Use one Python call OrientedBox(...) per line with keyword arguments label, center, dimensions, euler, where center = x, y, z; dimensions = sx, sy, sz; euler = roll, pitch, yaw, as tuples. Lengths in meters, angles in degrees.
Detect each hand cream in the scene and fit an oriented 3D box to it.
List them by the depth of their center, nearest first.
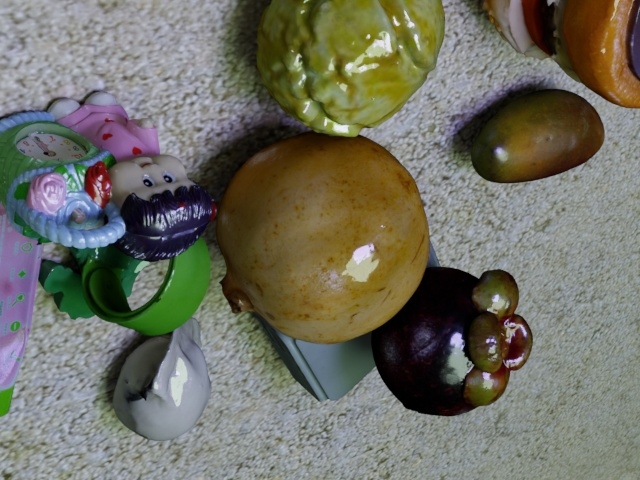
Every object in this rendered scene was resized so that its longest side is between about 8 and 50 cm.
OrientedBox(label="hand cream", center=(-0.344, 0.065, 1.462), dimensions=(0.079, 0.050, 0.275), euler=(-39, 145, -61))

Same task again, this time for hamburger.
OrientedBox(label="hamburger", center=(0.369, -0.350, 1.694), dimensions=(0.330, 0.250, 0.330), euler=(-28, 135, -32))

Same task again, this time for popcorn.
OrientedBox(label="popcorn", center=(0.033, -0.226, 1.500), dimensions=(0.221, 0.183, 0.204), euler=(-47, 138, -4))

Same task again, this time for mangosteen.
OrientedBox(label="mangosteen", center=(0.165, 0.130, 1.749), dimensions=(0.210, 0.210, 0.210), euler=(-28, 139, -29))

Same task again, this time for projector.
OrientedBox(label="projector", center=(0.041, 0.071, 1.827), dimensions=(0.250, 0.108, 0.198), euler=(-42, 144, -10))

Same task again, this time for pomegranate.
OrientedBox(label="pomegranate", center=(0.000, 0.000, 1.589), dimensions=(0.264, 0.264, 0.264), euler=(-28, 139, -29))

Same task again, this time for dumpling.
OrientedBox(label="dumpling", center=(-0.186, 0.174, 1.692), dimensions=(0.150, 0.092, 0.176), euler=(-49, 142, -28))

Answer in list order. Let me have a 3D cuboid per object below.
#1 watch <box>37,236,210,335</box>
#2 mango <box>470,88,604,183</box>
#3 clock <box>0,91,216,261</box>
OrientedBox(label="watch", center=(-0.204, 0.044, 1.499), dimensions=(0.165, 0.152, 0.131), euler=(-55, 147, 2))
OrientedBox(label="mango", center=(0.305, -0.148, 1.916), dimensions=(0.267, 0.111, 0.133), euler=(-14, 146, -42))
OrientedBox(label="clock", center=(-0.222, -0.052, 1.358), dimensions=(0.194, 0.195, 0.100), euler=(-19, 137, -39))
